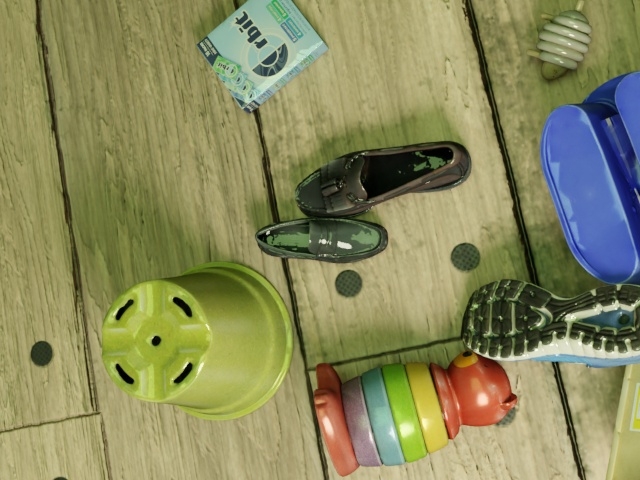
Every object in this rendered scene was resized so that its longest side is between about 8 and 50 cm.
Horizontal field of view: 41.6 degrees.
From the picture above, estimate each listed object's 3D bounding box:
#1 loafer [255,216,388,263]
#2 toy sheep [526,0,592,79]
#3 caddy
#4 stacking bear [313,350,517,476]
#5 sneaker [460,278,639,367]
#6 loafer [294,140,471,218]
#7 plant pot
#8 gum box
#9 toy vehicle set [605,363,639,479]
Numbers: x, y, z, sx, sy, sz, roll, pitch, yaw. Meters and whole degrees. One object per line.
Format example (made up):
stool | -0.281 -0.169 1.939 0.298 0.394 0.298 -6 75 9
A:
loafer | 0.000 0.000 1.399 0.223 0.078 0.076 -1 84 16
toy sheep | 0.382 -0.316 1.325 0.091 0.091 0.132 22 108 17
caddy | 0.474 -0.086 1.227 0.241 0.179 0.341 -23 77 35
stacking bear | 0.151 0.251 1.292 0.289 0.175 0.164 -15 102 4
sneaker | 0.360 0.139 1.244 0.330 0.147 0.129 1 67 40
loafer | 0.092 -0.109 1.377 0.303 0.095 0.109 -13 80 14
plant pot | -0.211 0.159 1.350 0.276 0.254 0.276 -2 82 16
gum box | -0.104 -0.343 1.489 0.184 0.041 0.157 -38 76 10
toy vehicle set | 0.499 0.239 1.160 0.166 0.035 0.267 -2 53 38
